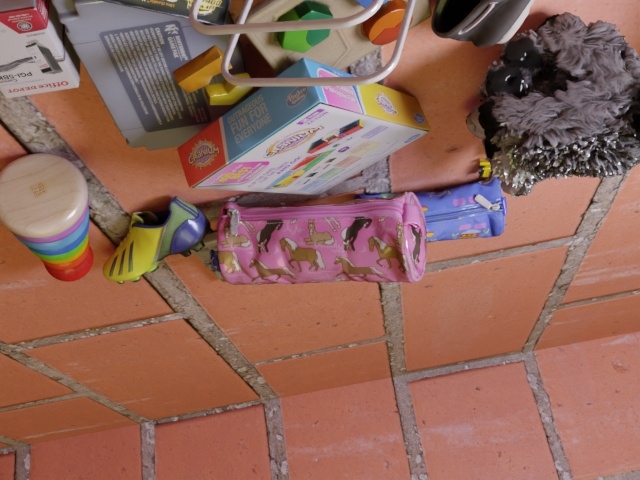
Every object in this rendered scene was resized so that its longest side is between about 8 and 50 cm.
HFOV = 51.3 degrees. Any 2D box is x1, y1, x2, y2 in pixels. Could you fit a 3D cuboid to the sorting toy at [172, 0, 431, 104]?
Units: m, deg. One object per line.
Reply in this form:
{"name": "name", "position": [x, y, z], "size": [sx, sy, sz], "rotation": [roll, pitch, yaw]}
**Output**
{"name": "sorting toy", "position": [-0.011, -0.240, 0.813], "size": [0.307, 0.041, 0.229], "rotation": [-29, 165, 10]}

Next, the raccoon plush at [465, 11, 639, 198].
{"name": "raccoon plush", "position": [0.402, -0.116, 0.964], "size": [0.216, 0.446, 0.299], "rotation": [-46, 150, -2]}

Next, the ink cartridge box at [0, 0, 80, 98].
{"name": "ink cartridge box", "position": [-0.362, -0.240, 0.805], "size": [0.099, 0.056, 0.135], "rotation": [-10, 153, -1]}

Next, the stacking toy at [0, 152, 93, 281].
{"name": "stacking toy", "position": [-0.452, -0.016, 1.155], "size": [0.141, 0.141, 0.330], "rotation": [-4, 159, -11]}

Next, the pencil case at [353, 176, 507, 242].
{"name": "pencil case", "position": [0.215, -0.050, 1.296], "size": [0.306, 0.119, 0.133], "rotation": [-8, 179, -4]}

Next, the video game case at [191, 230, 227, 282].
{"name": "video game case", "position": [-0.139, 0.020, 1.423], "size": [0.227, 0.026, 0.206], "rotation": [-15, 153, 8]}

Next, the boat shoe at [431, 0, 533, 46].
{"name": "boat shoe", "position": [0.219, -0.339, 0.747], "size": [0.096, 0.112, 0.335], "rotation": [-8, 157, -14]}

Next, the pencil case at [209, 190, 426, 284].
{"name": "pencil case", "position": [0.000, 0.000, 1.184], "size": [0.386, 0.160, 0.167], "rotation": [-1, -179, 21]}

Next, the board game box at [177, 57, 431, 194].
{"name": "board game box", "position": [-0.012, -0.150, 0.986], "size": [0.242, 0.064, 0.317], "rotation": [-27, 166, 31]}

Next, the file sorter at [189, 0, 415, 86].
{"name": "file sorter", "position": [-0.040, -0.274, 0.519], "size": [0.193, 0.173, 0.277], "rotation": [5, 154, 24]}

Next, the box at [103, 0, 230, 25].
{"name": "box", "position": [-0.181, -0.321, 0.656], "size": [0.220, 0.051, 0.175], "rotation": [3, 131, -25]}

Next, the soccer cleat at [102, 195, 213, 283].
{"name": "soccer cleat", "position": [-0.332, -0.004, 1.275], "size": [0.289, 0.093, 0.121], "rotation": [-23, 120, 33]}

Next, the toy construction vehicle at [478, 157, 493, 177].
{"name": "toy construction vehicle", "position": [0.339, -0.156, 1.236], "size": [0.086, 0.035, 0.098], "rotation": [0, 151, 6]}

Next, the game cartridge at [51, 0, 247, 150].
{"name": "game cartridge", "position": [-0.201, -0.230, 0.885], "size": [0.198, 0.062, 0.297], "rotation": [-13, 153, -3]}
